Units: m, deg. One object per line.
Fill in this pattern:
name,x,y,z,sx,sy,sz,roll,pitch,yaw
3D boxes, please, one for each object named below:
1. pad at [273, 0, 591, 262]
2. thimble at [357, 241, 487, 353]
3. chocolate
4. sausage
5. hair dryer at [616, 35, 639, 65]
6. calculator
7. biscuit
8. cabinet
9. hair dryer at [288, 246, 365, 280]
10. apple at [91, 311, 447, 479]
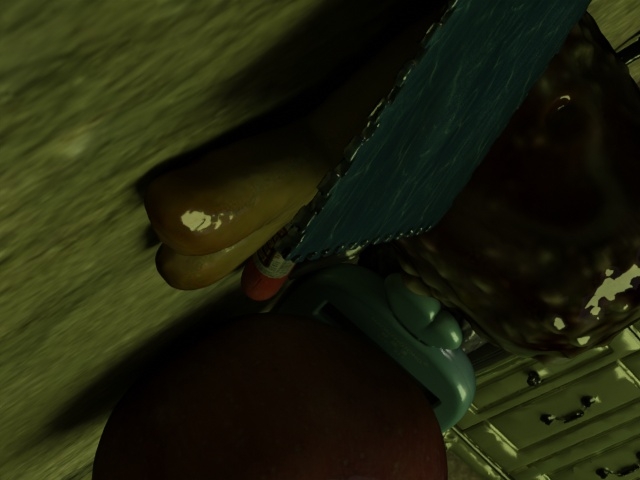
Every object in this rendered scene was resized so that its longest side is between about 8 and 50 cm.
pad,0.094,-0.104,0.805,0.270,0.012,0.269,-56,166,16
thimble,0.115,0.032,1.425,0.097,0.150,0.150,-26,168,-37
chocolate,0.171,-0.017,1.163,0.225,0.210,0.340,-37,172,-4
sausage,-0.018,-0.006,1.063,0.034,0.034,0.253,-32,170,-24
hair dryer,0.342,-0.197,1.420,0.219,0.075,0.195,-25,180,-5
calculator,0.046,0.107,1.424,0.042,0.188,0.303,-47,180,-33
biscuit,-0.002,-0.049,0.860,0.208,0.047,0.164,-35,169,-10
cabinet,0.272,0.126,1.599,0.290,0.318,0.227,-29,-147,27
hair dryer,0.000,0.000,1.231,0.079,0.031,0.083,-28,158,4
apple,-0.042,0.191,1.298,0.305,0.235,0.306,-17,136,-17
